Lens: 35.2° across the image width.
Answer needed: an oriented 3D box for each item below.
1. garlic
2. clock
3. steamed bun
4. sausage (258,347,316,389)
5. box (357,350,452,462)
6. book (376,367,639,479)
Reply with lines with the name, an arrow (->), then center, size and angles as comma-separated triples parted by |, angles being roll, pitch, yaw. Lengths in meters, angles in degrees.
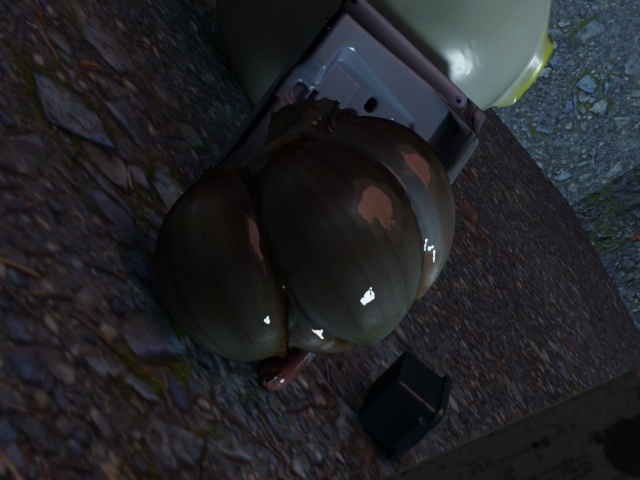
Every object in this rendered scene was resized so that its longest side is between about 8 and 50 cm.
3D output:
garlic -> 0.000, 0.000, 0.747 | 0.214, 0.160, 0.191 | -42, 105, -48
clock -> 0.025, -0.081, 0.916 | 0.186, 0.253, 0.083 | 40, -17, -17
steamed bun -> 0.066, -0.266, 1.106 | 0.334, 0.374, 0.333 | 34, 49, -50
sausage -> -0.012, 0.086, 0.870 | 0.029, 0.029, 0.223 | 56, 18, -1
box -> 0.076, 0.149, 0.932 | 0.054, 0.074, 0.099 | 45, 18, -2
book -> 0.240, 0.318, 0.803 | 0.032, 0.269, 0.388 | 94, -28, -63
